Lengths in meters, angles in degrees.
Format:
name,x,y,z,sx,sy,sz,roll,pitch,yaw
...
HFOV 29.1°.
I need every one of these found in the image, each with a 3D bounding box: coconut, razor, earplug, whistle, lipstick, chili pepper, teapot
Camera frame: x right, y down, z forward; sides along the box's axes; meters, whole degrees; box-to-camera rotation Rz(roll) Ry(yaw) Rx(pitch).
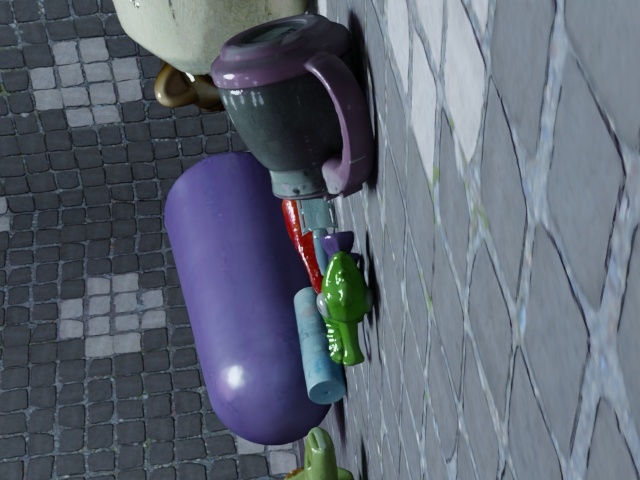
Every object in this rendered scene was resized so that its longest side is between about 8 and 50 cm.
name,x,y,z,sx,sy,sz,roll,pitch,yaw
coconut,-0.123,-0.307,1.322,0.227,0.227,0.230,-101,-1,-49
razor,0.000,0.000,1.418,0.135,0.040,0.068,81,180,-53
earplug,-0.093,0.089,1.720,0.456,0.215,0.215,-106,10,-48
whistle,0.001,0.331,1.421,0.131,0.106,0.288,-113,15,-51
lipstick,-0.002,0.128,1.534,0.158,0.048,0.048,-100,6,-45
chili pepper,-0.016,0.003,1.571,0.027,0.045,0.178,65,-169,-74
teapot,-0.005,-0.104,1.000,0.116,0.148,0.146,-44,-56,-49

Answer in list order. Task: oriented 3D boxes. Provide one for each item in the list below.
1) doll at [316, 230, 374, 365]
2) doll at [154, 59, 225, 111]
name,x,y,z,sx,sy,sz,roll,pitch,yaw
doll,0.021,0.061,1.122,0.190,0.050,0.115,94,176,-77
doll,-0.144,-0.352,1.718,0.318,0.209,0.339,-48,-50,-81
